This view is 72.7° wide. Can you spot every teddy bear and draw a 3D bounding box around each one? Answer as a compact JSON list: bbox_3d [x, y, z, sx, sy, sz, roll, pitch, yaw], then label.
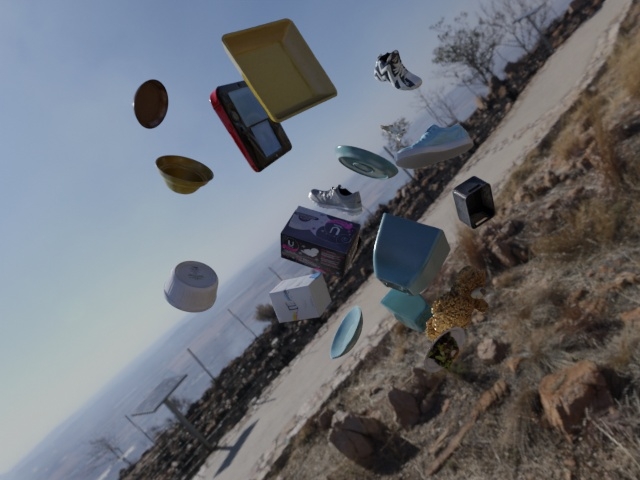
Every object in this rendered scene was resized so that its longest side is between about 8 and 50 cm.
[{"bbox_3d":[0.527,0.261,1.649,0.338,0.245,0.113,-52,24,16],"label":"teddy bear"}]

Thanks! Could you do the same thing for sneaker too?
[{"bbox_3d":[0.071,-0.200,1.929,0.281,0.115,0.105,18,28,32],"label":"sneaker"},{"bbox_3d":[0.355,-0.785,1.982,0.094,0.235,0.153,-52,-21,-17],"label":"sneaker"},{"bbox_3d":[0.466,-0.414,1.871,0.365,0.150,0.135,-15,-20,-17],"label":"sneaker"}]

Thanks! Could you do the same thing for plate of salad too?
[{"bbox_3d":[0.450,0.397,1.553,0.200,0.200,0.048,-41,43,-7],"label":"plate of salad"}]

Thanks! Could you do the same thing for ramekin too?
[{"bbox_3d":[-0.496,0.170,1.690,0.109,0.207,0.207,-65,-8,28],"label":"ramekin"}]

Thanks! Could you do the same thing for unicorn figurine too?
[{"bbox_3d":[0.343,-0.499,2.006,0.060,0.162,0.111,-58,18,3],"label":"unicorn figurine"}]

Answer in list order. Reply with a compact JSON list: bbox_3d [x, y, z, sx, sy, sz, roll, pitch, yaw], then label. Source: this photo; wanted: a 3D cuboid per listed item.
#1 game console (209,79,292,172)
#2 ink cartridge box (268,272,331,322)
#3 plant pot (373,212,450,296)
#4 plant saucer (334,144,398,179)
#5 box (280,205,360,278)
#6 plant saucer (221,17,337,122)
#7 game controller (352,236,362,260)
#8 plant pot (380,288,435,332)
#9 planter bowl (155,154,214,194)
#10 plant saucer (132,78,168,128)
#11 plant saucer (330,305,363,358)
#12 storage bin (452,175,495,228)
[{"bbox_3d":[-0.263,-0.475,1.756,0.060,0.342,0.386,-26,15,27],"label":"game console"},{"bbox_3d":[-0.098,0.281,2.130,0.232,0.168,0.171,-13,12,26],"label":"ink cartridge box"},{"bbox_3d":[0.344,0.075,1.738,0.252,0.247,0.247,-66,-29,-10],"label":"plant pot"},{"bbox_3d":[0.207,-0.353,2.026,0.317,0.317,0.044,174,117,-82],"label":"plant saucer"},{"bbox_3d":[0.000,0.000,1.561,0.142,0.247,0.163,96,-163,-48],"label":"box"},{"bbox_3d":[-0.145,-0.586,1.528,0.333,0.333,0.081,-37,6,-36],"label":"plant saucer"},{"bbox_3d":[0.056,0.034,2.156,0.319,0.067,0.166,8,52,42],"label":"game controller"},{"bbox_3d":[0.448,0.335,2.126,0.166,0.165,0.234,-47,31,-4],"label":"plant pot"},{"bbox_3d":[-0.526,-0.237,1.664,0.090,0.217,0.217,-67,-8,27],"label":"planter bowl"},{"bbox_3d":[-0.593,-0.473,1.507,0.168,0.029,0.168,19,-90,-74],"label":"plant saucer"},{"bbox_3d":[0.095,0.311,1.440,0.195,0.037,0.195,-58,8,12],"label":"plant saucer"},{"bbox_3d":[0.618,-0.152,1.749,0.122,0.180,0.084,-32,38,-5],"label":"storage bin"}]
